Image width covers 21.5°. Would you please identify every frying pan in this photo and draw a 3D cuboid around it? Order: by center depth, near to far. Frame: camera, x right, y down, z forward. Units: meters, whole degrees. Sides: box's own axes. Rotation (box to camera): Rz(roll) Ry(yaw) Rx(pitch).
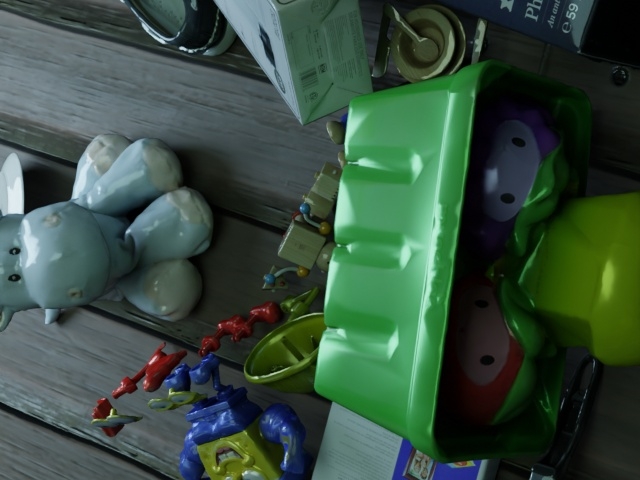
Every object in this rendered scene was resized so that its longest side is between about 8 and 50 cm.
[{"bbox_3d":[0.230,0.286,1.654,0.197,0.053,0.326,41,99,33],"label":"frying pan"}]

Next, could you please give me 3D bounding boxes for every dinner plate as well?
[{"bbox_3d":[-0.399,-0.042,2.137,0.141,0.017,0.141,-179,90,-69],"label":"dinner plate"}]

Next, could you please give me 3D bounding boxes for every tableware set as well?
[{"bbox_3d":[0.097,-0.152,1.756,0.128,0.039,0.194,11,95,29],"label":"tableware set"}]

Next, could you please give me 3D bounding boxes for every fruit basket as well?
[{"bbox_3d":[0.211,0.029,1.577,0.392,0.283,0.392,-3,84,34],"label":"fruit basket"}]

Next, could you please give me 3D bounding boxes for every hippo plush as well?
[{"bbox_3d":[-0.297,-0.014,1.972,0.294,0.236,0.234,-2,89,36],"label":"hippo plush"}]

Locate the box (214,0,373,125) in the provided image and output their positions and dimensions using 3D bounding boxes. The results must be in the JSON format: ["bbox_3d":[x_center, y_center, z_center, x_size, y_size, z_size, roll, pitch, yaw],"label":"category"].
[{"bbox_3d":[-0.054,-0.279,1.794,0.087,0.169,0.290,-25,48,-11],"label":"box"}]

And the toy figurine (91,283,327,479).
[{"bbox_3d":[-0.057,0.205,1.894,0.363,0.191,0.217,-22,106,34],"label":"toy figurine"}]

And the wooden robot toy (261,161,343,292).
[{"bbox_3d":[0.000,0.000,1.881,0.079,0.076,0.173,26,108,-4],"label":"wooden robot toy"}]

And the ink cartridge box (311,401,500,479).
[{"bbox_3d":[0.084,0.267,1.816,0.206,0.045,0.208,22,101,33],"label":"ink cartridge box"}]

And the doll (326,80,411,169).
[{"bbox_3d":[0.102,-0.132,1.804,0.189,0.046,0.129,-27,73,26],"label":"doll"}]

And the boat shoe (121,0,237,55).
[{"bbox_3d":[-0.210,-0.341,1.999,0.302,0.091,0.114,48,115,26],"label":"boat shoe"}]

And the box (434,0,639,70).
[{"bbox_3d":[0.218,-0.352,1.641,0.294,0.183,0.296,26,104,34],"label":"box"}]
